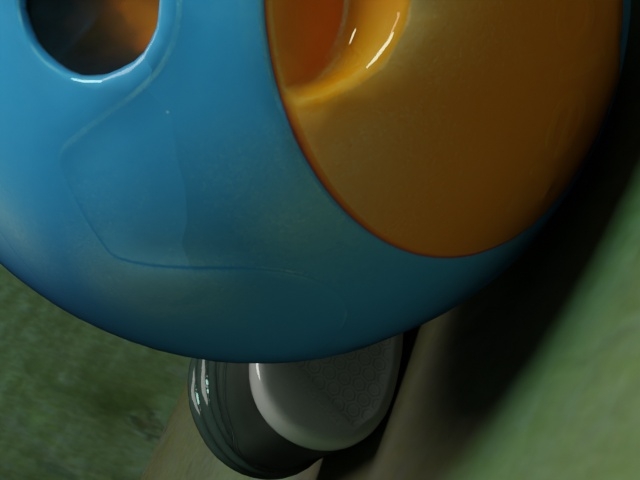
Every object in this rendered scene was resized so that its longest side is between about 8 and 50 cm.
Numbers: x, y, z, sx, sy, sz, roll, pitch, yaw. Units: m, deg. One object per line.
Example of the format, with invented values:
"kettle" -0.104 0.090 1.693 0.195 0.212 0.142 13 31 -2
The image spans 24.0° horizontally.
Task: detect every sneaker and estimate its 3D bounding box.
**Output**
"sneaker" 0.000 0.000 0.834 0.147 0.105 0.295 -46 22 54

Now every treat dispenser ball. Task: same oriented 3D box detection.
"treat dispenser ball" -0.025 -0.096 0.587 0.288 0.288 0.288 -63 6 13
